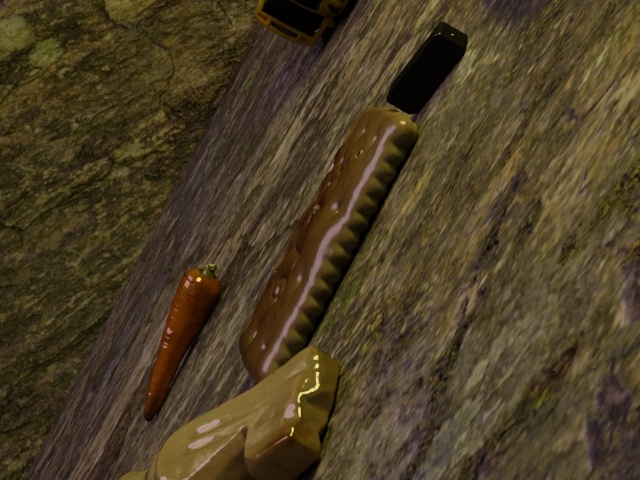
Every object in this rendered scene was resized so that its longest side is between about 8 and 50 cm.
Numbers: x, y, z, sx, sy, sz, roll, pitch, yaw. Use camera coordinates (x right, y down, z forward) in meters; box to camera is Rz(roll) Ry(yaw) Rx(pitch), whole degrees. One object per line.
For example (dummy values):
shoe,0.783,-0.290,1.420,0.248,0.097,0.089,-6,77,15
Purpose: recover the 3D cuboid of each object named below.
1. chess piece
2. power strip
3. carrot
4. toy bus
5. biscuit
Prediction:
chess piece,-0.092,0.217,1.353,0.301,0.137,0.137,-44,18,27
power strip,0.111,-0.178,1.524,0.111,0.038,0.029,-50,15,43
carrot,-0.212,0.148,2.186,0.061,0.061,0.257,-133,66,-78
toy bus,-0.029,-0.425,2.489,0.151,0.145,0.331,-60,9,15
biscuit,0.000,0.000,1.593,0.325,0.044,0.217,-62,10,3
